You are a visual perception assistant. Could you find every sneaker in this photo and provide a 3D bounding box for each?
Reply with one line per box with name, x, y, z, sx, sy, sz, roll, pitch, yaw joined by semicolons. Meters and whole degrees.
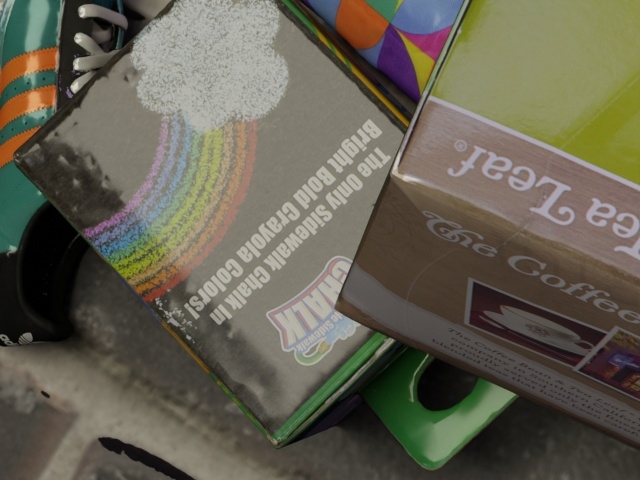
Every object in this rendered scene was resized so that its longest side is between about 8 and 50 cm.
sneaker;-0.172;-0.074;1.216;0.121;0.108;0.302;17;92;26

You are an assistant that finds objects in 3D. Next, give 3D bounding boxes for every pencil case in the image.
pencil case;0.052;-0.161;1.138;0.104;0.104;0.236;-46;63;7

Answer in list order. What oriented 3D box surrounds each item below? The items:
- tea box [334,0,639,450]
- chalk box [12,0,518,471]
tea box;0.224;-0.063;0.866;0.329;0.220;0.323;25;71;2
chalk box;0.000;0.000;1.054;0.180;0.179;0.289;-44;82;7
